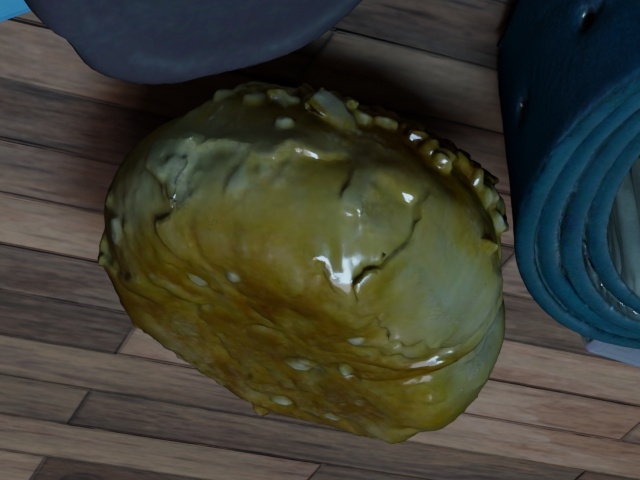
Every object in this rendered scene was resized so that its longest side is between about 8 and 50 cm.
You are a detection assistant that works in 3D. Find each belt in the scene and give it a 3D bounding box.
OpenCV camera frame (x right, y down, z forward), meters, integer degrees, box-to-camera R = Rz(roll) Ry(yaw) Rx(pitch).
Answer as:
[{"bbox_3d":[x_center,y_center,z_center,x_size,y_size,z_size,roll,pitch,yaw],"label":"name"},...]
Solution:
[{"bbox_3d":[0.274,-0.084,1.247,0.300,0.173,0.436,0,146,-9],"label":"belt"}]

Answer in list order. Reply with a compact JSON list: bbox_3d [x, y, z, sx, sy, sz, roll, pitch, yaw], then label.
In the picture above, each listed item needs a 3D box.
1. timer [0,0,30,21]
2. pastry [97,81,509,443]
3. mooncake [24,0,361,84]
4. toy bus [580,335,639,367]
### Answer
[{"bbox_3d":[-0.212,-0.229,1.081,0.250,0.091,0.232,-17,141,-3],"label":"timer"},{"bbox_3d":[0.000,0.000,1.318,0.284,0.184,0.315,8,151,26],"label":"pastry"},{"bbox_3d":[-0.064,-0.200,1.021,0.245,0.133,0.245,-25,141,-21],"label":"mooncake"},{"bbox_3d":[0.286,0.075,1.568,0.172,0.072,0.057,18,135,-31],"label":"toy bus"}]
